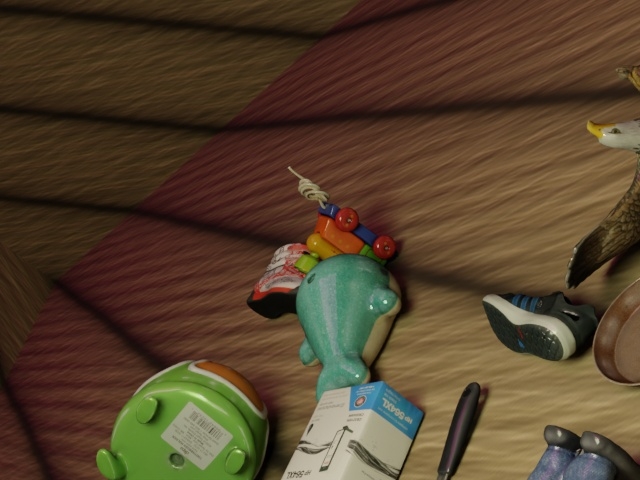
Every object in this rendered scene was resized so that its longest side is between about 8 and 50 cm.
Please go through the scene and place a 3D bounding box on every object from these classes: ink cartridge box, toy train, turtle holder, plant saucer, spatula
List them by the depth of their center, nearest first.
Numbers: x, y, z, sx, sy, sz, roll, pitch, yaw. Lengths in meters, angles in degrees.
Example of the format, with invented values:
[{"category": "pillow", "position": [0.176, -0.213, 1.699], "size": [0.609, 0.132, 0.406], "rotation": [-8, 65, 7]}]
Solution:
[{"category": "plant saucer", "position": [0.375, 0.096, 1.095], "size": [0.168, 0.029, 0.168], "rotation": [-41, 22, 20]}, {"category": "spatula", "position": [0.136, 0.302, 1.222], "size": [0.084, 0.030, 0.296], "rotation": [-19, 36, 58]}, {"category": "ink cartridge box", "position": [0.032, 0.303, 1.354], "size": [0.148, 0.086, 0.203], "rotation": [-21, 34, 52]}, {"category": "turtle holder", "position": [-0.207, 0.344, 1.630], "size": [0.227, 0.244, 0.320], "rotation": [-54, -26, -66]}, {"category": "toy train", "position": [0.000, 0.000, 1.727], "size": [0.143, 0.248, 0.105], "rotation": [-57, 21, -6]}]

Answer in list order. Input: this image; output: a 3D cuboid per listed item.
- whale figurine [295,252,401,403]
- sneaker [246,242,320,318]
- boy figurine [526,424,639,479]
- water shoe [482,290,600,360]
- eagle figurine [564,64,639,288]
[{"category": "whale figurine", "position": [0.029, 0.131, 1.583], "size": [0.216, 0.141, 0.272], "rotation": [-35, 26, 32]}, {"category": "sneaker", "position": [-0.041, 0.068, 1.910], "size": [0.270, 0.090, 0.145], "rotation": [-14, 42, 61]}, {"category": "boy figurine", "position": [0.209, 0.318, 0.961], "size": [0.177, 0.092, 0.285], "rotation": [-9, 46, 60]}, {"category": "water shoe", "position": [0.278, 0.102, 1.258], "size": [0.080, 0.072, 0.203], "rotation": [-26, 16, -13]}, {"category": "eagle figurine", "position": [0.403, -0.083, 1.165], "size": [0.225, 0.226, 0.298], "rotation": [1, 73, 12]}]
